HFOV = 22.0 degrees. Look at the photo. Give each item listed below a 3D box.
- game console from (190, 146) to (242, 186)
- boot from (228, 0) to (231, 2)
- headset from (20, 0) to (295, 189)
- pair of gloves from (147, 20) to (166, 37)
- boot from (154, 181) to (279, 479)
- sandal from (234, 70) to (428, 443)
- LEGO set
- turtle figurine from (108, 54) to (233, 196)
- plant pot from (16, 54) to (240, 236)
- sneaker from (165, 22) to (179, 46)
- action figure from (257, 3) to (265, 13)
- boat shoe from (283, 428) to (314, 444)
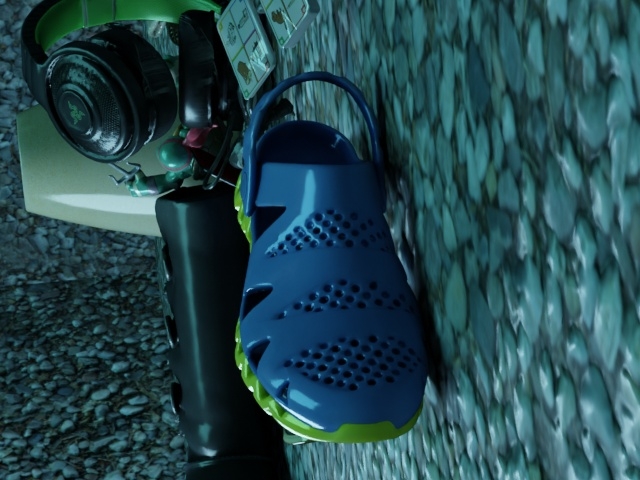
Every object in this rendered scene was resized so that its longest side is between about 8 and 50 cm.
[{"bbox_3d":[-0.086,-0.032,1.734,0.144,0.085,0.124,-127,33,-74],"label":"game console"},{"bbox_3d":[-0.119,-0.313,1.936,0.087,0.042,0.118,109,153,-55],"label":"boot"},{"bbox_3d":[-0.156,-0.184,1.673,0.394,0.243,0.185,48,145,42],"label":"headset"},{"bbox_3d":[-0.168,-0.391,2.016,0.240,0.042,0.204,123,148,-44],"label":"pair of gloves"},{"bbox_3d":[-0.107,0.161,1.882,0.367,0.146,0.445,-150,60,-77],"label":"boot"},{"bbox_3d":[0.000,0.000,1.108,0.317,0.126,0.138,-107,18,-45],"label":"sandal"},{"bbox_3d":[-0.043,-0.259,1.272,0.182,0.060,0.244,-50,54,46],"label":"LEGO set"},{"bbox_3d":[-0.158,-0.116,1.887,0.175,0.118,0.234,-62,-10,17],"label":"turtle figurine"},{"bbox_3d":[-0.251,-0.115,2.130,0.256,0.274,0.256,175,90,-81],"label":"plant pot"},{"bbox_3d":[-0.168,-0.347,2.189,0.071,0.066,0.188,-80,0,-49],"label":"sneaker"},{"bbox_3d":[-0.046,-0.309,1.367,0.137,0.063,0.232,141,121,-67],"label":"action figure"},{"bbox_3d":[-0.012,0.150,1.475,0.152,0.056,0.049,-169,68,-81],"label":"boat shoe"}]
